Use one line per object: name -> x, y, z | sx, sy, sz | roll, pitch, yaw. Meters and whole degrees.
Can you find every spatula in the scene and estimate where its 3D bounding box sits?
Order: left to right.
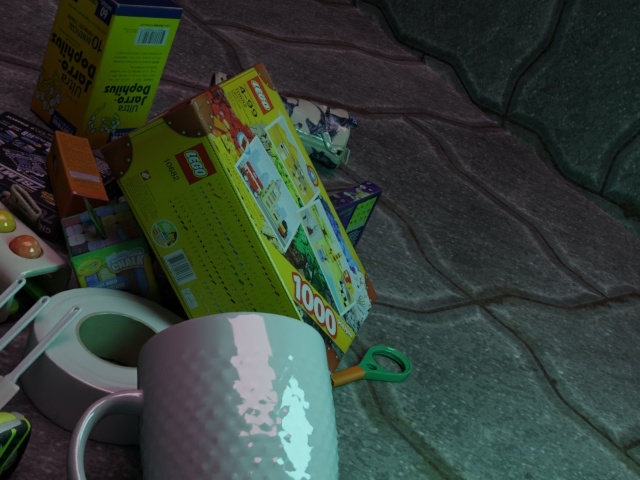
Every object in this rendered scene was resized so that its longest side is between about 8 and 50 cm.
spatula -> -0.487, 0.157, 1.629 | 0.168, 0.019, 0.242 | 23, 57, 25

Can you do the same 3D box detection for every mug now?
mug -> -0.156, 0.302, 1.479 | 0.374, 0.276, 0.328 | 4, 57, -18

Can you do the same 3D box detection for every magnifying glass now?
magnifying glass -> 0.090, 0.249, 2.086 | 0.092, 0.026, 0.231 | 40, 28, 30

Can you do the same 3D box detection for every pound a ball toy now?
pound a ball toy -> -0.570, 0.025, 1.826 | 0.319, 0.136, 0.208 | 38, 29, 27

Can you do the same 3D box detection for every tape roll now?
tape roll -> -0.331, 0.196, 1.744 | 0.286, 0.100, 0.286 | 18, 26, -9

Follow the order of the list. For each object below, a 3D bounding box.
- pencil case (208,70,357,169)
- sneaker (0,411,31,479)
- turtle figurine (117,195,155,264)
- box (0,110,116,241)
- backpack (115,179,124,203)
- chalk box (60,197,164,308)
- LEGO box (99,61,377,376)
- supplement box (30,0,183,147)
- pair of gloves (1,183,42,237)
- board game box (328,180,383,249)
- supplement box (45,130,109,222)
pencil case -> -0.115, -0.309, 2.812 | 0.410, 0.160, 0.183 | 15, 13, -19
sneaker -> -0.527, 0.285, 1.362 | 0.147, 0.145, 0.384 | 35, 26, 21
turtle figurine -> -0.324, -0.037, 2.030 | 0.175, 0.234, 0.118 | 27, 3, 21
box -> -0.588, -0.138, 2.192 | 0.295, 0.073, 0.293 | 26, 27, 3
backpack -> -0.216, -0.086, 2.243 | 0.355, 0.273, 0.290 | 2, 23, 5
chalk box -> -0.364, 0.023, 1.875 | 0.132, 0.213, 0.132 | -16, 38, -11
LEGO box -> -0.122, -0.020, 1.900 | 0.500, 0.193, 0.372 | 63, 21, -11
supplement box -> -0.490, -0.412, 2.465 | 0.194, 0.357, 0.195 | 39, 30, 30
pair of gloves -> -0.584, -0.100, 1.963 | 0.240, 0.204, 0.042 | 46, 62, 5
board game box -> 0.000, 0.000, 2.268 | 0.056, 0.208, 0.347 | 30, 26, 20
supplement box -> -0.473, -0.118, 2.093 | 0.080, 0.078, 0.233 | 9, 31, -31
